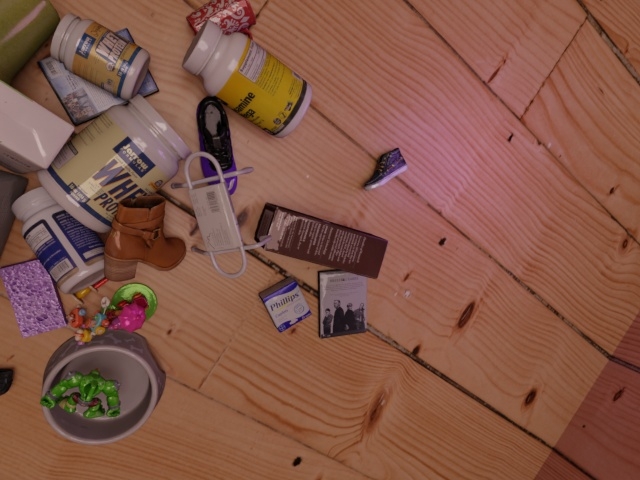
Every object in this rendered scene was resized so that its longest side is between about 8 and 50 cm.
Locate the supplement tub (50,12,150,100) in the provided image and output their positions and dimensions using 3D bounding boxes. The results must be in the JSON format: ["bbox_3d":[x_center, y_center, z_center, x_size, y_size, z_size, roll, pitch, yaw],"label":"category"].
[{"bbox_3d":[-0.562,-0.471,1.119,0.199,0.144,0.145,25,91,-21],"label":"supplement tub"}]

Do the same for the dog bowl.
[{"bbox_3d":[-0.644,0.441,1.290,0.348,0.102,0.349,-3,100,-17],"label":"dog bowl"}]

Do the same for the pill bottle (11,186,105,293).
[{"bbox_3d":[-0.683,-0.004,1.153,0.153,0.153,0.265,-34,90,-10],"label":"pill bottle"}]

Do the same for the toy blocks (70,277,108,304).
[{"bbox_3d":[-0.671,0.091,1.248,0.148,0.054,0.123,-46,101,-18],"label":"toy blocks"}]

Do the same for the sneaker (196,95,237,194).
[{"bbox_3d":[-0.304,-0.271,1.259,0.102,0.146,0.294,-13,102,-15],"label":"sneaker"}]

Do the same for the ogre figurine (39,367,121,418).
[{"bbox_3d":[-0.635,0.421,1.186,0.196,0.097,0.118,29,101,-9],"label":"ogre figurine"}]

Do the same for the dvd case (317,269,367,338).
[{"bbox_3d":[0.079,0.219,1.526,0.179,0.029,0.239,-3,99,-17],"label":"dvd case"}]

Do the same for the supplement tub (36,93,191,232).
[{"bbox_3d":[-0.533,-0.204,1.148,0.325,0.235,0.235,-43,109,-7],"label":"supplement tub"}]

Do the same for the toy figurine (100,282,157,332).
[{"bbox_3d":[-0.564,0.215,1.247,0.173,0.159,0.130,-26,106,-12],"label":"toy figurine"}]

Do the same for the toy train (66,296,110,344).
[{"bbox_3d":[-0.663,0.222,1.217,0.166,0.046,0.125,-25,66,24],"label":"toy train"}]

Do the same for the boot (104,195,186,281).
[{"bbox_3d":[-0.456,-0.026,1.179,0.283,0.109,0.220,-19,134,-57],"label":"boot"}]

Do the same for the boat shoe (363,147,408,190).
[{"bbox_3d":[0.210,-0.243,1.479,0.183,0.065,0.083,-33,106,-17],"label":"boat shoe"}]

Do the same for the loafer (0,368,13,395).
[{"bbox_3d":[-0.973,0.369,1.188,0.223,0.076,0.079,18,88,-24],"label":"loafer"}]

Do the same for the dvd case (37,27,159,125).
[{"bbox_3d":[-0.607,-0.451,1.198,0.252,0.022,0.181,-28,107,-12],"label":"dvd case"}]

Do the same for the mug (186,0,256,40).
[{"bbox_3d":[-0.275,-0.615,1.234,0.169,0.113,0.150,-33,105,-7],"label":"mug"}]

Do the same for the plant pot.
[{"bbox_3d":[-0.782,-0.517,1.022,0.276,0.276,0.254,45,73,-19],"label":"plant pot"}]

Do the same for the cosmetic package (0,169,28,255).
[{"bbox_3d":[-0.935,-0.046,0.960,0.329,0.393,0.328,21,92,-21],"label":"cosmetic package"}]

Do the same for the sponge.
[{"bbox_3d":[-0.809,0.160,1.227,0.117,0.031,0.210,-14,103,-15],"label":"sponge"}]

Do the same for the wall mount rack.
[{"bbox_3d":[-0.305,-0.070,1.218,0.303,0.130,0.351,-8,103,23],"label":"wall mount rack"}]

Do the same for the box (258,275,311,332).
[{"bbox_3d":[-0.117,0.211,1.438,0.126,0.072,0.137,-29,106,-12],"label":"box"}]

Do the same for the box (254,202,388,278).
[{"bbox_3d":[0.000,0.000,1.379,0.380,0.191,0.143,17,93,-20],"label":"box"}]

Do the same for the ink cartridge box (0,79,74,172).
[{"bbox_3d":[-0.747,-0.261,1.011,0.207,0.353,0.119,37,69,-40],"label":"ink cartridge box"}]

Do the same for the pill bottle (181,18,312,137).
[{"bbox_3d":[-0.203,-0.449,1.214,0.333,0.188,0.188,28,90,-30],"label":"pill bottle"}]
